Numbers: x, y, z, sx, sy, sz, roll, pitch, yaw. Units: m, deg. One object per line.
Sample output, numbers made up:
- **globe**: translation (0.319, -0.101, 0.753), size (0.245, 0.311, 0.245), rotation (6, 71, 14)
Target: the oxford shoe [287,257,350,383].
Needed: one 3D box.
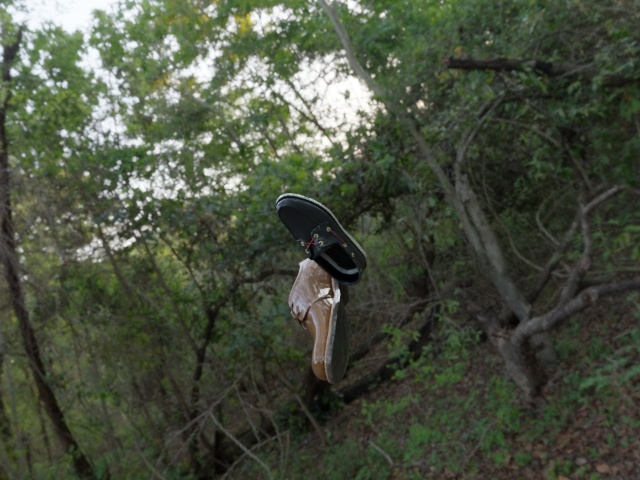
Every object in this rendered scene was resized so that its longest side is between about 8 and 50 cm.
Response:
- **oxford shoe**: translation (-0.003, 0.091, 0.654), size (0.076, 0.076, 0.212), rotation (-8, 31, 5)

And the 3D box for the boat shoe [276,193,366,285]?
- **boat shoe**: translation (0.001, -0.001, 0.607), size (0.049, 0.133, 0.042), rotation (-34, 25, 32)
